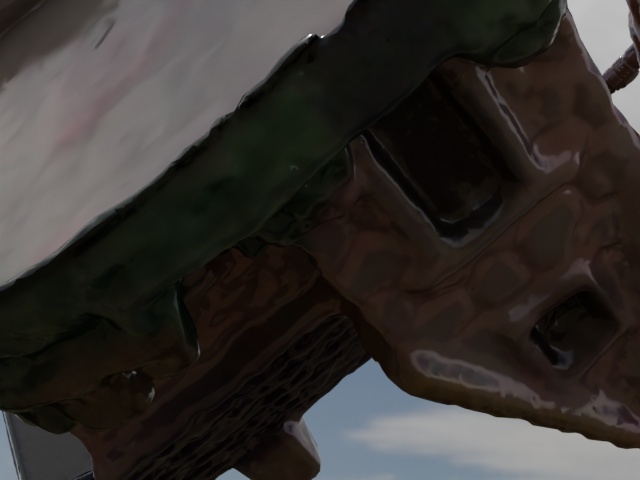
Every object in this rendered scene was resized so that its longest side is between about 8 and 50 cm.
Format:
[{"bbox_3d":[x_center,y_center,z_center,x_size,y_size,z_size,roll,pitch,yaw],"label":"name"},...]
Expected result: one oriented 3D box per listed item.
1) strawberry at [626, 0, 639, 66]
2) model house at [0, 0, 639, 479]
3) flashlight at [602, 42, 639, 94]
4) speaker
[{"bbox_3d":[0.276,-0.191,0.977,0.149,0.336,0.265,-34,16,4],"label":"strawberry"},{"bbox_3d":[0.000,0.000,0.504,0.237,0.237,0.202,47,1,-35],"label":"model house"},{"bbox_3d":[0.326,-0.188,1.430,0.110,0.031,0.052,-48,-27,24],"label":"flashlight"},{"bbox_3d":[-0.339,0.242,1.692,0.184,0.388,0.180,-10,-50,-15],"label":"speaker"}]
